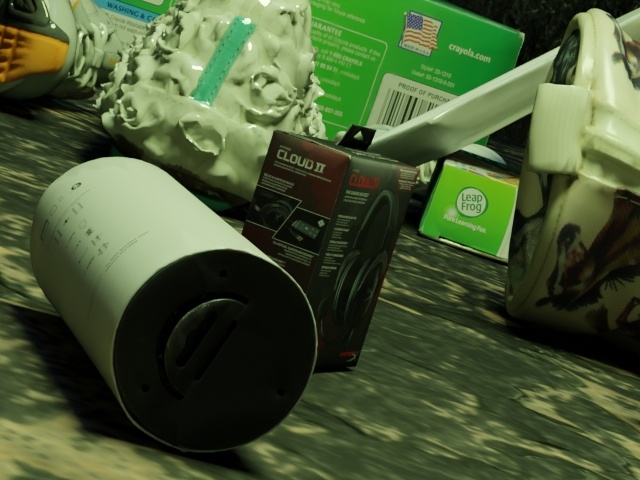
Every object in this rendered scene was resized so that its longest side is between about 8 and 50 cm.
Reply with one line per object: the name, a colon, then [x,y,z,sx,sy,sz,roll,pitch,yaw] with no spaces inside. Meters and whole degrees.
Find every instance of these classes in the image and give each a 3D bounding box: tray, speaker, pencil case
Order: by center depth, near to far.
speaker: [-0.045,0.014,0.558,0.055,0.055,0.136,17,6,-20]
pencil case: [0.282,0.020,0.991,0.410,0.160,0.183,19,-15,-2]
tray: [0.143,-0.106,1.364,0.270,0.030,0.145,-28,5,-29]

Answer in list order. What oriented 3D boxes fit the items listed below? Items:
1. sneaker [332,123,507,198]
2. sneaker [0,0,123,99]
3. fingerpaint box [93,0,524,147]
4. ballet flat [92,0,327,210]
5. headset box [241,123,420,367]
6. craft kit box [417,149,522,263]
sneaker: [0.074,-0.055,1.536,0.152,0.054,0.061,15,9,33]
sneaker: [-0.171,-0.131,1.252,0.121,0.099,0.262,21,6,-22]
fingerpaint box: [-0.101,-0.213,1.809,0.445,0.163,0.371,16,7,-26]
ballet flat: [-0.047,-0.101,1.184,0.147,0.147,0.409,19,6,-6]
headset box: [0.000,0.000,0.678,0.032,0.083,0.062,21,6,24]
craft kit box: [0.192,0.002,1.372,0.246,0.061,0.250,22,7,0]
